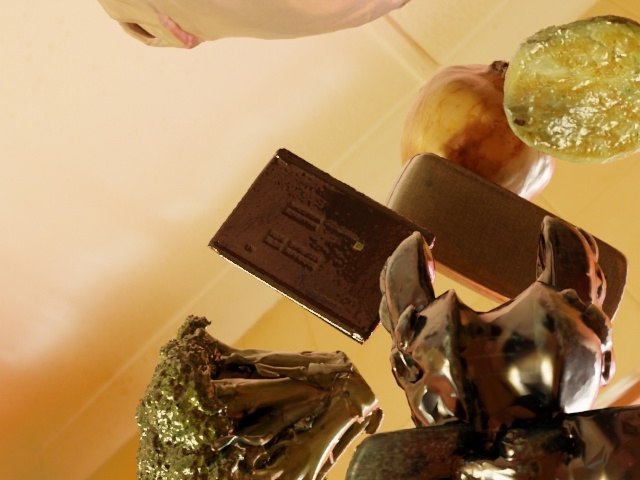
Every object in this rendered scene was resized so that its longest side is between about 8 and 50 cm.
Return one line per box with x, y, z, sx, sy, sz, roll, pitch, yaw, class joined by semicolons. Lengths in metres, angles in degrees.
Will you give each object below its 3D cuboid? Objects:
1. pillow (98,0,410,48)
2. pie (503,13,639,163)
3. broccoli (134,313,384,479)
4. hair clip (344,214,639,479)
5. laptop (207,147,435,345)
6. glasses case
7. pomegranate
-0.048;-0.137;0.396;0.173;0.270;0.067;-6;-91;12;pillow
0.286;-0.159;0.951;0.187;0.041;0.187;13;-42;12;pie
-0.072;0.228;1.014;0.283;0.304;0.321;-30;-88;-6;broccoli
0.116;0.141;0.557;0.194;0.206;0.310;-8;-92;5;hair clip
0.000;0.000;0.885;0.135;0.197;0.016;-56;-18;-13;laptop
0.230;0.010;1.115;0.323;0.074;0.131;26;-98;-11;glasses case
0.224;-0.142;1.240;0.248;0.248;0.248;-6;-59;-10;pomegranate
